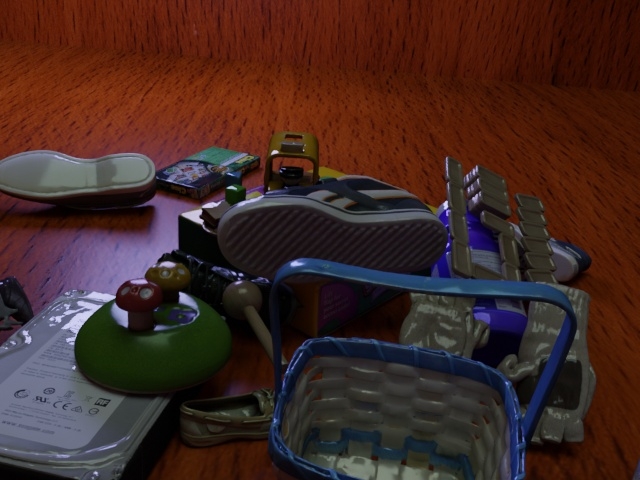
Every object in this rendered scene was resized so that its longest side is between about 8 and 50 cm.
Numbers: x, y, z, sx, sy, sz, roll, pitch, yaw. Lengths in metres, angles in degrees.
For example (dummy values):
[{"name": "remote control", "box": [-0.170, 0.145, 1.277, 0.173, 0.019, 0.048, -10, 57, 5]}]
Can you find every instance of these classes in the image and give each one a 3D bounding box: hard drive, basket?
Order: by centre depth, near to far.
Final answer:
[{"name": "basket", "box": [0.079, 0.155, 0.642, 0.255, 0.288, 0.201, 6, 25, 6]}, {"name": "hard drive", "box": [-0.272, 0.168, 0.813, 0.237, 0.064, 0.339, 10, 23, 9]}]

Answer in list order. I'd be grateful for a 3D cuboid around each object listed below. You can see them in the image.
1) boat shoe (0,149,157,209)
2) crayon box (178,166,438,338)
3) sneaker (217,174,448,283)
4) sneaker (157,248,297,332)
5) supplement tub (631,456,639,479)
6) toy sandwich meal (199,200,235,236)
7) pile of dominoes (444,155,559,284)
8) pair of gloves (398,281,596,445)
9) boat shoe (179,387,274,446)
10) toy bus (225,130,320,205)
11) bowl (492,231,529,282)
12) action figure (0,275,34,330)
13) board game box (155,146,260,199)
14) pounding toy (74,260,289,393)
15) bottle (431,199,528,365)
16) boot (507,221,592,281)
[{"name": "boat shoe", "box": [-0.471, -0.109, 1.349, 0.305, 0.091, 0.109, -1, 62, -8]}, {"name": "crayon box", "box": [0.000, 0.000, 1.180, 0.313, 0.106, 0.363, 25, 33, 35]}, {"name": "sneaker", "box": [0.008, -0.019, 0.968, 0.321, 0.126, 0.127, 3, 30, -22]}, {"name": "sneaker", "box": [-0.148, 0.072, 0.978, 0.228, 0.087, 0.130, 17, 1, 30]}, {"name": "supplement tub", "box": [0.424, 0.178, 0.612, 0.236, 0.324, 0.235, 4, 25, -2]}, {"name": "toy sandwich meal", "box": [-0.145, -0.034, 1.076, 0.086, 0.029, 0.085, 2, 28, -1]}, {"name": "pile of dominoes", "box": [0.259, -0.005, 1.032, 0.196, 0.040, 0.251, 24, 44, -18]}, {"name": "pair of gloves", "box": [0.217, 0.147, 0.870, 0.240, 0.042, 0.204, 4, 64, 9]}, {"name": "boat shoe", "box": [-0.087, 0.197, 0.809, 0.153, 0.048, 0.056, -5, 27, -19]}, {"name": "toy bus", "box": [-0.049, -0.114, 1.162, 0.202, 0.104, 0.191, 26, 34, 37]}, {"name": "bowl", "box": [0.305, 0.033, 1.162, 0.080, 0.170, 0.170, -39, 23, 13]}, {"name": "action figure", "box": [-0.493, 0.103, 0.828, 0.185, 0.099, 0.285, -14, 3, 28]}, {"name": "board game box", "box": [-0.256, -0.156, 1.563, 0.136, 0.030, 0.260, 13, 26, 22]}, {"name": "pounding toy", "box": [-0.167, 0.080, 0.821, 0.237, 0.110, 0.183, -4, 25, -20]}, {"name": "bottle", "box": [0.225, 0.051, 1.039, 0.118, 0.092, 0.282, 6, 43, -9]}, {"name": "boot", "box": [0.395, 0.015, 1.279, 0.190, 0.069, 0.086, 34, 30, 34]}]
